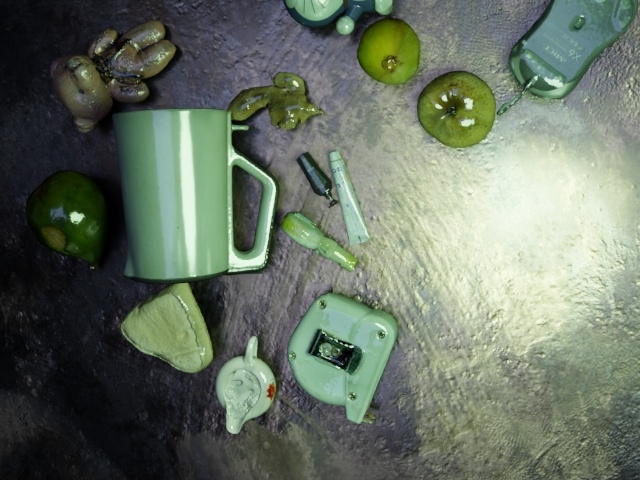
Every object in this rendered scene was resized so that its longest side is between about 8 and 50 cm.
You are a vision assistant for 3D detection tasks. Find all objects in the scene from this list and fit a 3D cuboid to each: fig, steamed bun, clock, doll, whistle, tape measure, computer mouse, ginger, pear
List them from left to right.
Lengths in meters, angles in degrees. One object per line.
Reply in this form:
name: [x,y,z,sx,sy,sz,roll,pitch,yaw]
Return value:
fig: [-0.584,-0.042,1.769,0.195,0.195,0.245,-19,126,12]
doll: [-0.489,-0.405,1.720,0.303,0.156,0.201,-33,81,7]
steamed bun: [-0.337,0.210,1.759,0.231,0.110,0.212,-28,101,32]
ginger: [-0.112,-0.305,1.696,0.214,0.059,0.133,-20,86,11]
whistle: [0.000,0.000,1.684,0.198,0.104,0.057,32,102,-6]
clock: [0.036,-0.541,1.607,0.243,0.146,0.200,-3,89,7]
tape measure: [0.048,0.257,1.673,0.246,0.125,0.243,21,98,8]
fig: [0.150,-0.407,1.610,0.136,0.120,0.153,-39,63,17]
pear: [0.291,-0.276,1.577,0.167,0.136,0.167,2,97,15]
computer mouse: [0.496,-0.404,1.547,0.167,0.090,0.379,43,98,7]

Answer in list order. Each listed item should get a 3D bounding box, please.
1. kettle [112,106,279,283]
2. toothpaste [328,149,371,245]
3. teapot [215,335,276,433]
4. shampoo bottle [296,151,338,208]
kettle: [-0.272,-0.104,1.679,0.360,0.250,0.377,-4,97,-17]
toothpaste: [0.060,-0.097,1.693,0.052,0.033,0.218,-16,93,12]
teapot: [-0.173,0.332,1.740,0.145,0.092,0.226,9,95,8]
shampoo bottle: [-0.005,-0.138,1.703,0.048,0.027,0.137,-34,87,3]
